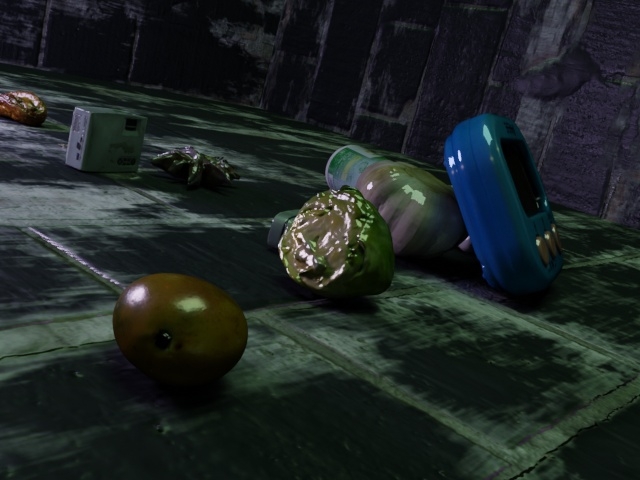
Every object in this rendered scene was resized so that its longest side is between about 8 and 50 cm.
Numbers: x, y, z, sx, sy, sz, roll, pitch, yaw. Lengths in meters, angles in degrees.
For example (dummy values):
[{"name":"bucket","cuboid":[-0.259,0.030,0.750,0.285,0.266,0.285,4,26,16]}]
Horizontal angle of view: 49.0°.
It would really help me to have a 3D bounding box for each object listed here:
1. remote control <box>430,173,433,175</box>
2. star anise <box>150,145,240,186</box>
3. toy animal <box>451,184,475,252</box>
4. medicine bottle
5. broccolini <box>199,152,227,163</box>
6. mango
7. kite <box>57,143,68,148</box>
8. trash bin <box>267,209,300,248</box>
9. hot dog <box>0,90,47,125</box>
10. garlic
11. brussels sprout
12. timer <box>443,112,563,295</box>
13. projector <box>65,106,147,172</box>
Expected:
[{"name":"remote control","cuboid":[0.213,-0.103,1.596,0.025,0.063,0.245,-4,-4,-11]},{"name":"star anise","cuboid":[-0.245,-0.148,1.438,0.195,0.065,0.182,9,15,-40]},{"name":"toy animal","cuboid":[0.342,-0.040,1.489,0.178,0.127,0.193,5,13,-41]},{"name":"medicine bottle","cuboid":[0.119,-0.130,1.608,0.133,0.133,0.274,8,16,-25]},{"name":"broccolini","cuboid":[-0.265,-0.191,1.697,0.035,0.030,0.140,-34,32,-23]},{"name":"mango","cuboid":[-0.127,0.072,0.611,0.111,0.089,0.163,19,-2,-35]},{"name":"kite","cuboid":[-0.474,-0.188,1.481,0.157,0.011,0.139,8,18,-21]},{"name":"trash bin","cuboid":[0.000,0.000,1.099,0.130,0.059,0.116,21,15,19]},{"name":"hot dog","cuboid":[-0.704,-0.310,1.618,0.147,0.065,0.099,21,24,18]},{"name":"garlic","cuboid":[0.162,-0.051,1.274,0.228,0.152,0.228,27,16,-8]},{"name":"brussels sprout","cuboid":[0.031,0.015,0.937,0.149,0.151,0.122,-6,-34,38]},{"name":"timer","cuboid":[0.328,-0.065,1.238,0.115,0.309,0.340,-18,-2,27]},{"name":"projector","cuboid":[-0.407,-0.192,1.332,0.061,0.115,0.147,22,15,24]}]
